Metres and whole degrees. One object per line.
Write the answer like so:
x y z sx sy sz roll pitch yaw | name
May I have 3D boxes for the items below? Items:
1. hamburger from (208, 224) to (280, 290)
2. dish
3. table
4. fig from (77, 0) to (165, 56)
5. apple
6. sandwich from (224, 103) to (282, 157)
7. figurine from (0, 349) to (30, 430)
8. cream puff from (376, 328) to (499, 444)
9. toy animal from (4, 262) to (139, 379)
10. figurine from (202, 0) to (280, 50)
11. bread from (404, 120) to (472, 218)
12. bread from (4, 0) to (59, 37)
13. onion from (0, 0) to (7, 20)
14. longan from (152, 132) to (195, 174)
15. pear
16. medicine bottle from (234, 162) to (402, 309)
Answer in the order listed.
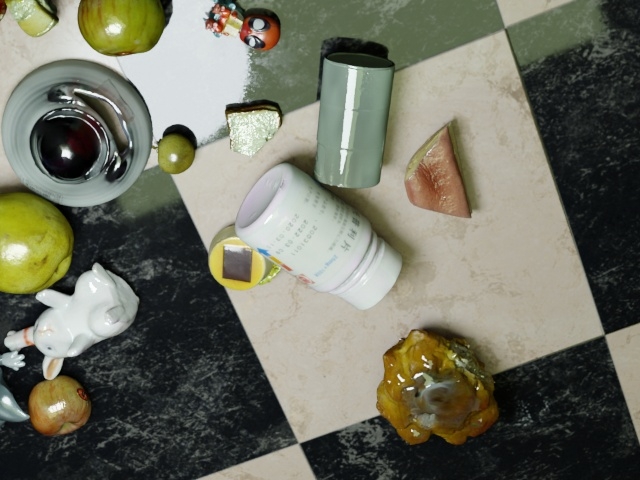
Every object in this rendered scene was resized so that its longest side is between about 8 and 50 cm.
-0.143 0.030 1.984 0.141 0.081 0.127 -8 111 14 | hamburger
-0.441 -0.173 1.863 0.273 0.134 0.273 -1 112 -3 | dish
0.059 -0.215 1.864 0.126 0.126 0.220 4 112 -4 | table
-0.350 -0.404 1.780 0.142 0.148 0.186 -24 73 22 | fig
-0.518 0.327 2.072 0.126 0.126 0.102 -31 68 10 | apple
-0.119 -0.202 1.912 0.104 0.036 0.093 -11 111 1 | sandwich
-0.667 0.254 2.008 0.193 0.140 0.265 -19 119 15 | figurine
0.224 0.289 2.062 0.241 0.155 0.269 -11 114 3 | cream puff
-0.485 0.166 1.993 0.282 0.138 0.141 -28 75 5 | toy animal
-0.133 -0.371 1.824 0.140 0.075 0.068 19 109 -21 | figurine
0.211 -0.117 1.941 0.119 0.067 0.192 -17 113 -4 | bread
-0.484 -0.401 1.753 0.064 0.156 0.117 -25 110 -1 | bread
-0.593 -0.407 1.778 0.117 0.118 0.119 38 109 19 | onion
-0.271 -0.159 1.911 0.083 0.075 0.075 14 113 18 | longan
-0.547 0.006 1.906 0.200 0.200 0.200 -1 112 -2 | pear
0.000 0.000 1.922 0.293 0.170 0.170 36 107 -22 | medicine bottle
